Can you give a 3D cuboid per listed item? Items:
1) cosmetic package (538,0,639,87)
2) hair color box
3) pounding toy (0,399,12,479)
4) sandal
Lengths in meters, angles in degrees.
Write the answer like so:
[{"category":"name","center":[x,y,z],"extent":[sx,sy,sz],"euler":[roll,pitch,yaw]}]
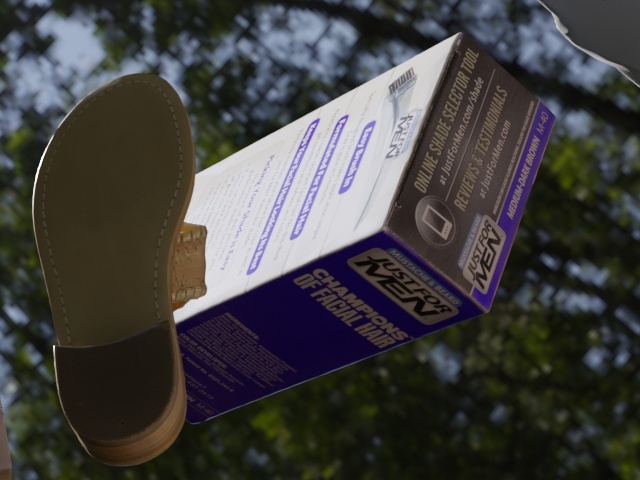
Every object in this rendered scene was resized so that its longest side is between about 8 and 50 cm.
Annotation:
[{"category":"cosmetic package","center":[0.190,-0.231,0.623],"extent":[0.217,0.156,0.385],"euler":[19,-97,-61]},{"category":"hair color box","center":[0.000,0.000,1.454],"extent":[0.110,0.339,0.185],"euler":[38,-127,-21]},{"category":"pounding toy","center":[-0.332,0.180,1.633],"extent":[0.141,0.130,0.100],"euler":[-3,-50,-15]},{"category":"sandal","center":[-0.099,0.026,1.044],"extent":[0.088,0.240,0.079],"euler":[-10,-40,6]}]
